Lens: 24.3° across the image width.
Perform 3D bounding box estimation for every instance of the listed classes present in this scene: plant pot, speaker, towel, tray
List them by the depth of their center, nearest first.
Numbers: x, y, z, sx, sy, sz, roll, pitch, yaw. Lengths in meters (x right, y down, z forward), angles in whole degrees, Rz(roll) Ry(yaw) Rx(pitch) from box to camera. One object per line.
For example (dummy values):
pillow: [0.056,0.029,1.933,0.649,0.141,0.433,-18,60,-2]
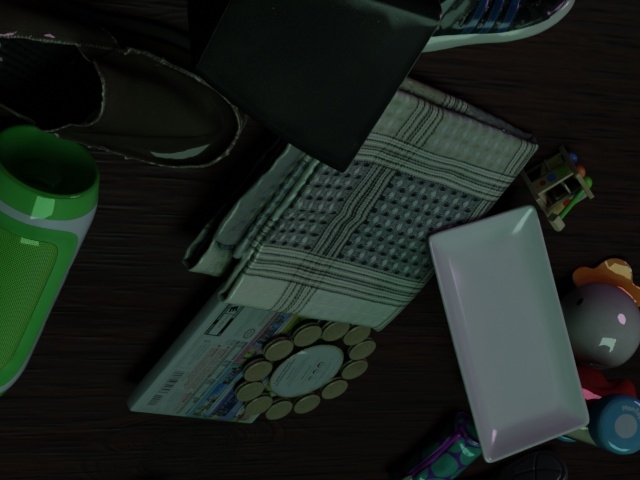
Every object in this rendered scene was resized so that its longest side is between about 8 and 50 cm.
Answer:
plant pot: [-0.020,-0.206,1.346,0.167,0.187,0.188,17,126,-21]
speaker: [-0.320,0.029,1.485,0.131,0.131,0.296,7,130,-30]
towel: [0.050,-0.034,1.615,0.324,0.056,0.312,17,122,-42]
tray: [0.212,0.105,1.707,0.145,0.030,0.270,-17,96,-20]

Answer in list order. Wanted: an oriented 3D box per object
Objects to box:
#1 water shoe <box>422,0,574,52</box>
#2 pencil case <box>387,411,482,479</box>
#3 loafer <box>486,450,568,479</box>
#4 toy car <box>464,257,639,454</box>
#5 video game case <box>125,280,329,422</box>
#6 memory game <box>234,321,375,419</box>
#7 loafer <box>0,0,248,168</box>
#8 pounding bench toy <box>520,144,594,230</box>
water shoe: [0.158,-0.240,1.459,0.203,0.073,0.080,-15,136,-10]
pencil case: [0.161,0.301,2.031,0.151,0.064,0.070,-47,150,23]
loafer: [0.235,0.393,2.144,0.268,0.096,0.084,-22,145,-5]
toy car: [0.318,0.129,1.871,0.210,0.219,0.238,20,83,-9]
video game case: [-0.097,0.136,1.757,0.193,0.023,0.212,13,127,-43]
memory game: [-0.018,0.156,1.803,0.186,0.012,0.186,-19,145,-14]
loafer: [-0.217,-0.133,1.356,0.366,0.130,0.134,18,124,-37]
pounding bench toy: [0.279,-0.056,1.696,0.065,0.083,0.052,-32,138,10]
